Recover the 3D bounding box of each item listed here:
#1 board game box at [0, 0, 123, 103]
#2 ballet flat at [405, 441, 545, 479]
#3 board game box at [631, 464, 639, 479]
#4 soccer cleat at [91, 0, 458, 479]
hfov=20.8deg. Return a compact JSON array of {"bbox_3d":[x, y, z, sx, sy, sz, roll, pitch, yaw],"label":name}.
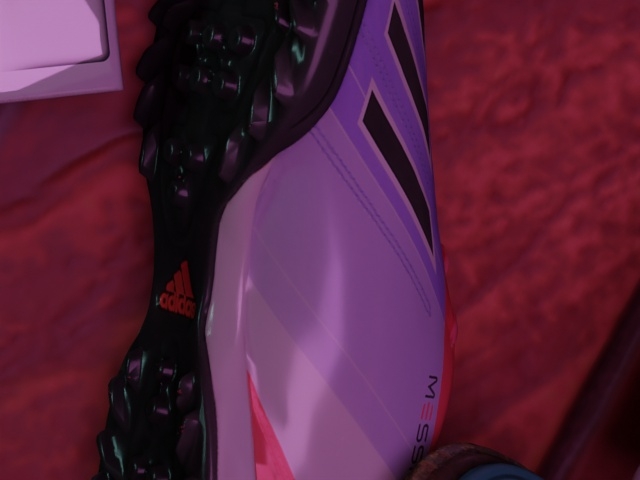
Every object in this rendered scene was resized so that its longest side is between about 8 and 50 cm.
[{"bbox_3d":[-0.224,-0.129,0.553,0.305,0.053,0.193,-7,100,-12],"label":"board game box"},{"bbox_3d":[0.107,0.217,0.648,0.123,0.123,0.348,-43,110,-5],"label":"ballet flat"},{"bbox_3d":[0.305,0.020,0.657,0.318,0.066,0.319,25,91,-30],"label":"board game box"},{"bbox_3d":[0.000,0.000,0.611,0.116,0.108,0.318,6,95,-34],"label":"soccer cleat"}]
